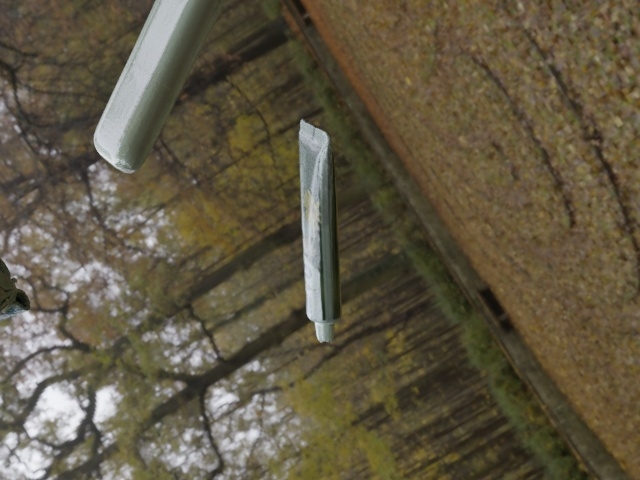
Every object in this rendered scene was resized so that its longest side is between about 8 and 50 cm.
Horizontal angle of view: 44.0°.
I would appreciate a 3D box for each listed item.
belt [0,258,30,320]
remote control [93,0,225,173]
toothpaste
[{"bbox_3d":[-0.421,0.081,0.955,0.087,0.072,0.302,58,175,-9],"label":"belt"},{"bbox_3d":[-0.160,-0.219,0.853,0.090,0.310,0.038,34,-170,40],"label":"remote control"},{"bbox_3d":[0.000,0.000,0.671,0.049,0.031,0.204,38,138,52],"label":"toothpaste"}]
